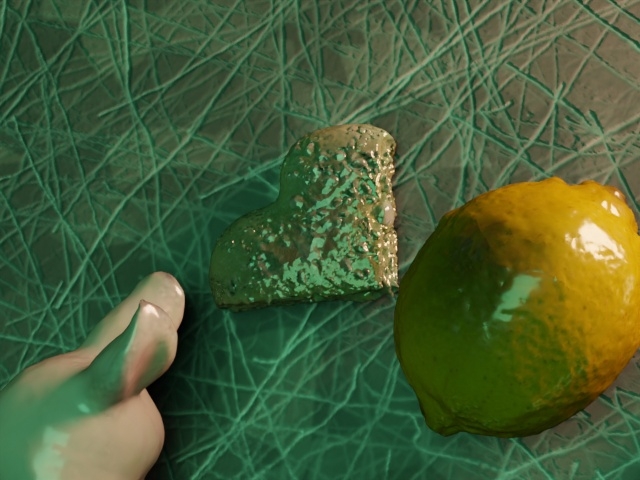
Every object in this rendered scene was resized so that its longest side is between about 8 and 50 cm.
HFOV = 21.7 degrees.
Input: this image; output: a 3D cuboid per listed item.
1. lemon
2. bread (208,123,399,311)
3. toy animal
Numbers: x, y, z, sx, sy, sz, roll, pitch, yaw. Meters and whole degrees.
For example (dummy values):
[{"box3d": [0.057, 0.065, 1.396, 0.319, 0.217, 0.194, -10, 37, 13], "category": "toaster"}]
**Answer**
[{"box3d": [0.171, 0.057, 1.429, 0.204, 0.204, 0.260, 41, 93, 16], "category": "lemon"}, {"box3d": [0.000, 0.000, 1.554, 0.232, 0.064, 0.172, -47, 72, 5], "category": "bread"}, {"box3d": [-0.262, 0.180, 1.497, 0.367, 0.196, 0.241, -36, 104, 5], "category": "toy animal"}]
